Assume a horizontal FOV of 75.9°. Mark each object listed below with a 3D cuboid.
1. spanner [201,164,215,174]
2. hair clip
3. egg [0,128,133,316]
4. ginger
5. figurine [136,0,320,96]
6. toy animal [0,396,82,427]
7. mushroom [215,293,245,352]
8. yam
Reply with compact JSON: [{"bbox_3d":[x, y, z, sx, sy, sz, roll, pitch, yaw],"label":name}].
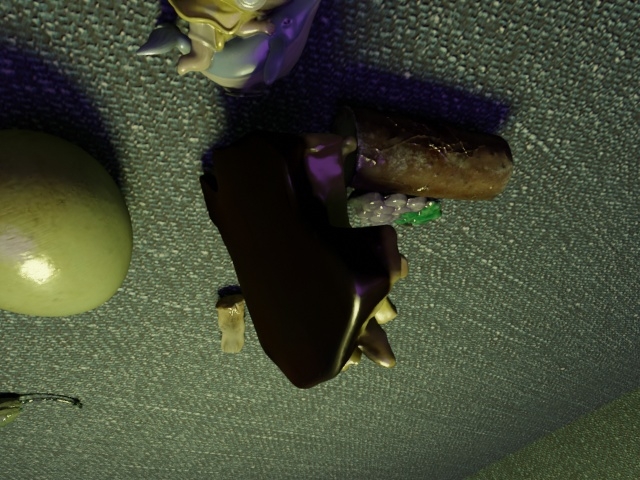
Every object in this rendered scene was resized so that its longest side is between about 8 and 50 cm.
[{"bbox_3d":[-0.091,-0.043,0.726,0.071,0.018,0.302,-30,131,14],"label":"spanner"},{"bbox_3d":[0.132,-0.061,0.738,0.195,0.052,0.124,8,162,-26],"label":"hair clip"},{"bbox_3d":[-0.370,-0.008,0.555,0.218,0.219,0.296,-8,146,-7],"label":"egg"},{"bbox_3d":[0.000,0.000,0.572,0.211,0.359,0.413,-23,169,-28],"label":"ginger"},{"bbox_3d":[-0.100,-0.253,0.461,0.208,0.129,0.184,-10,131,1],"label":"figurine"},{"bbox_3d":[-0.700,0.390,0.946,0.252,0.070,0.079,-8,169,-23],"label":"toy animal"},{"bbox_3d":[-0.191,0.185,0.891,0.059,0.055,0.202,1,137,-7],"label":"mushroom"},{"bbox_3d":[0.151,-0.127,0.639,0.279,0.131,0.131,4,131,-21],"label":"yam"}]
